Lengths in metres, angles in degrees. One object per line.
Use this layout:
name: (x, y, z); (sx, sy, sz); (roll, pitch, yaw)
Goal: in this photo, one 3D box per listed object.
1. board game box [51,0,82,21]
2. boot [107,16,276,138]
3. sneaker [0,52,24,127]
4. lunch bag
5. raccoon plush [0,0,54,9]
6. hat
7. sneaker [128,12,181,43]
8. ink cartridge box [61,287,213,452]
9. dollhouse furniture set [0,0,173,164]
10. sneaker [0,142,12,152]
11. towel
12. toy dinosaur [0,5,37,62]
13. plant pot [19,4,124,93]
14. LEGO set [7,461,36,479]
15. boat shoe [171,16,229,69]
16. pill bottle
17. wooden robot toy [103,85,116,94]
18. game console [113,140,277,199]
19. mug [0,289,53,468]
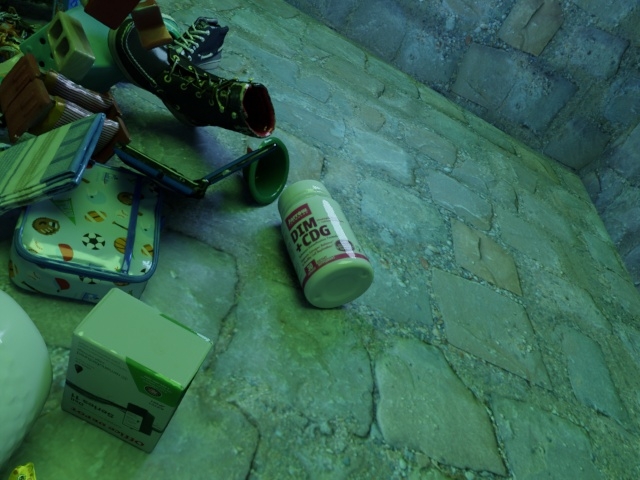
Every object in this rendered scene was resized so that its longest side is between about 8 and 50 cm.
board game box: (-0.662, -0.632, 1.291); (0.047, 0.210, 0.160); (31, 37, -3)
boot: (-0.290, -0.375, 1.133); (0.284, 0.377, 0.138); (18, 75, 22)
sneaker: (-0.664, -0.330, 1.045); (0.121, 0.108, 0.302); (42, 28, -19)
lunch bag: (-0.409, -0.029, 0.866); (0.243, 0.115, 0.304); (15, 41, -26)
raccoon plush: (-0.755, -0.716, 1.241); (0.298, 0.216, 0.446); (7, 18, -19)
hat: (-0.198, -0.199, 1.244); (0.183, 0.173, 0.208); (18, -6, 23)
sneaker: (-0.574, -0.688, 1.520); (0.275, 0.107, 0.110); (-14, 69, -43)
ink cartridge box: (-0.258, 0.187, 0.646); (0.153, 0.208, 0.087); (29, 39, -4)
dollhouse furniture set: (-0.430, -0.330, 0.923); (0.201, 0.374, 0.152); (16, 40, -60)
sneaker: (-0.666, -0.184, 0.914); (0.069, 0.038, 0.098); (40, 36, 9)
towel: (-0.510, -0.114, 0.802); (0.209, 0.284, 0.034); (-100, 168, -46)
toy dinosaur: (-0.816, -0.540, 1.135); (0.322, 0.164, 0.218); (42, 49, -16)
plant pot: (-0.558, -0.431, 1.080); (0.166, 0.165, 0.234); (59, 13, -21)
LEGO set: (-0.356, 0.316, 0.525); (0.227, 0.087, 0.093); (-3, 49, -40)
boat shoe: (-0.427, -0.633, 1.509); (0.127, 0.158, 0.340); (35, 36, 3)
pill bottle: (0.000, 0.000, 1.092); (0.160, 0.160, 0.283); (5, 44, -32)
wooden robot toy: (-0.611, -0.461, 1.254); (0.173, 0.076, 0.079); (33, 25, 0)
game console: (-0.264, -0.182, 0.973); (0.250, 0.174, 0.293); (30, -6, -20)
mug: (-0.501, 0.173, 0.465); (0.373, 0.277, 0.328); (11, 25, 24)
